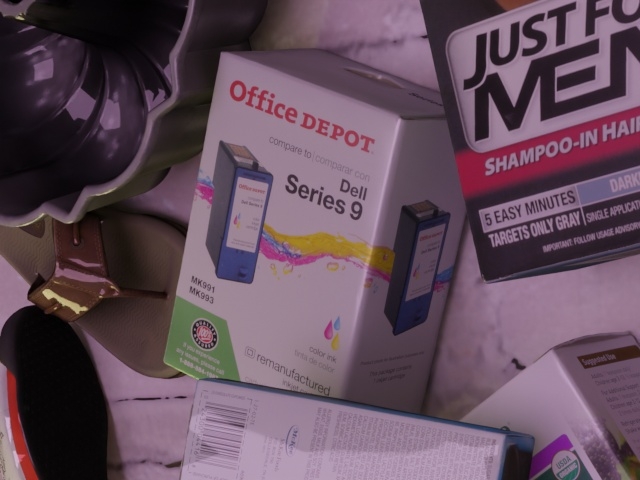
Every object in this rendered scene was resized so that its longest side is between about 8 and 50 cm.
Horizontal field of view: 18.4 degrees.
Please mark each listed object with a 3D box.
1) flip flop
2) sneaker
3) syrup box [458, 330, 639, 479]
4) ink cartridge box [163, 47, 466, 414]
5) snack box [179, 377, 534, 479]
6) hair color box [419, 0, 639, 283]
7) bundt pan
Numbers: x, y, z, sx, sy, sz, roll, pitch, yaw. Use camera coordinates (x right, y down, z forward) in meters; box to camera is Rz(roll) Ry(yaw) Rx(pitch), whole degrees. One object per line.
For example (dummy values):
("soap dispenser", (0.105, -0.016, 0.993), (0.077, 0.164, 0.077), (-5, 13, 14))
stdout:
("flip flop", (-0.176, 0.010, 1.380), (0.277, 0.080, 0.112), (35, 116, 32))
("sneaker", (-0.217, 0.192, 1.429), (0.145, 0.090, 0.270), (-20, 85, 37))
("syrup box", (0.180, 0.175, 1.094), (0.093, 0.096, 0.237), (-42, 69, 32))
("ink cartridge box", (0.000, 0.000, 1.226), (0.154, 0.093, 0.212), (24, 108, 36))
("snack box", (-0.002, 0.249, 1.080), (0.187, 0.060, 0.322), (9, 87, 24))
("hair color box", (0.148, -0.180, 1.069), (0.185, 0.113, 0.375), (-16, 84, 40))
("bundt pan", (-0.162, -0.177, 1.320), (0.330, 0.124, 0.331), (6, 100, 39))
